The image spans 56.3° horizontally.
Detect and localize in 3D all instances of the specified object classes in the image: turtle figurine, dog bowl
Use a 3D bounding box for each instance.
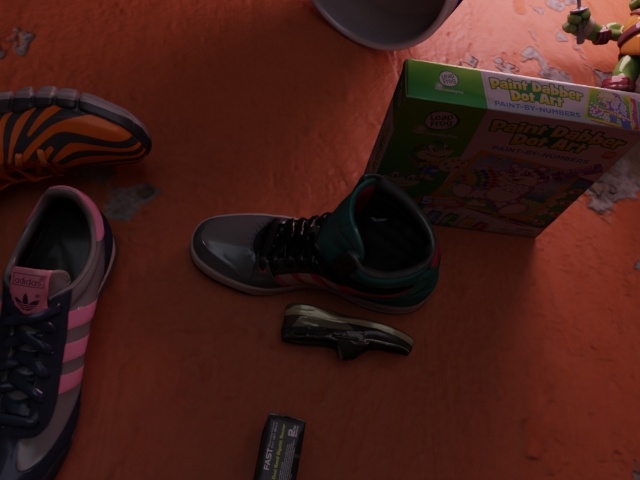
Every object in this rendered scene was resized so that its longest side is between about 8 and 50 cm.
[{"bbox_3d":[0.455,-0.303,0.858,0.197,0.275,0.266,7,70,12],"label":"turtle figurine"},{"bbox_3d":[0.089,-0.408,0.828,0.265,0.265,0.104,35,61,9],"label":"dog bowl"}]

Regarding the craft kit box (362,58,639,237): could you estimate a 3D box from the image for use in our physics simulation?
[{"bbox_3d":[0.188,-0.092,0.694,0.249,0.247,0.061,7,61,-5],"label":"craft kit box"}]

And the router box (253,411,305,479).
[{"bbox_3d":[-0.047,0.238,0.577,0.038,0.092,0.123,11,63,-3],"label":"router box"}]

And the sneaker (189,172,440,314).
[{"bbox_3d":[0.000,0.000,0.656,0.295,0.178,0.124,9,62,-4],"label":"sneaker"}]

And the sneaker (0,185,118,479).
[{"bbox_3d":[-0.288,0.091,0.592,0.112,0.131,0.319,5,63,-6],"label":"sneaker"}]

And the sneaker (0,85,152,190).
[{"bbox_3d":[-0.361,-0.075,0.684,0.321,0.125,0.180,3,67,5],"label":"sneaker"}]

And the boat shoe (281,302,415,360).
[{"bbox_3d":[0.029,0.113,0.678,0.152,0.056,0.049,12,67,8],"label":"boat shoe"}]
